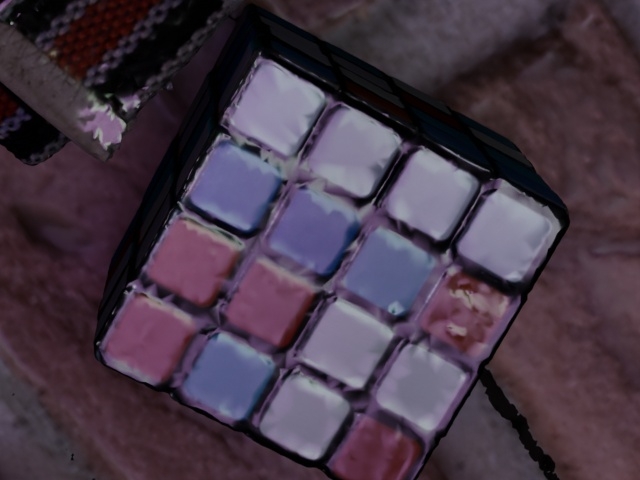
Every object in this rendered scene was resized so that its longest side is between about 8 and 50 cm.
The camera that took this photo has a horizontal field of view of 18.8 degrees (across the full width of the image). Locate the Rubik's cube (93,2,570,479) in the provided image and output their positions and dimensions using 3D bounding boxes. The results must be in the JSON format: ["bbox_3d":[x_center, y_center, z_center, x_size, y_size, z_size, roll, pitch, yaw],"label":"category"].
[{"bbox_3d":[0.000,0.000,0.882,0.154,0.151,0.155,28,102,-11],"label":"Rubik's cube"}]

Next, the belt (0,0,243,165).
[{"bbox_3d":[-0.029,-0.159,0.797,0.359,0.126,0.094,-35,120,28],"label":"belt"}]
